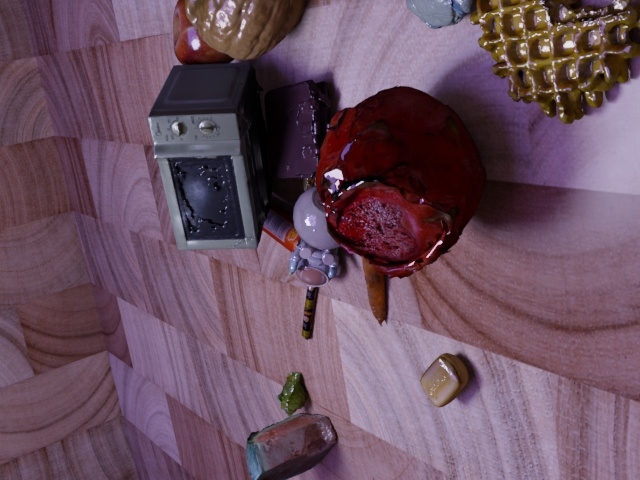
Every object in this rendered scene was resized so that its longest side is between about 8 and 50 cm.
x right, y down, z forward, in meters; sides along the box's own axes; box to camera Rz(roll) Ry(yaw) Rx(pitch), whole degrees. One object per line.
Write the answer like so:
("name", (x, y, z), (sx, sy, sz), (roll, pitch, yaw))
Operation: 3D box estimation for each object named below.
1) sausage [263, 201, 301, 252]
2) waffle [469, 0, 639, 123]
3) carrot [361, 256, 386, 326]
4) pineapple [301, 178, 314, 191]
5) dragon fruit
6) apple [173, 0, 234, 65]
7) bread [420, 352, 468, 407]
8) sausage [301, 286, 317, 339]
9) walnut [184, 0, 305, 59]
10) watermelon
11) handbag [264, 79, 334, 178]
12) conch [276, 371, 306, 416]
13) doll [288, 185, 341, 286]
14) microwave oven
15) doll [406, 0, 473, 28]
("sausage", (-0.107, -0.040, 2.005), (0.274, 0.074, 0.074), (34, 133, 45))
("waffle", (0.321, -0.314, 1.178), (0.293, 0.069, 0.260), (59, 146, 23))
("carrot", (0.116, 0.083, 1.746), (0.057, 0.057, 0.224), (28, 134, 49))
("pineapple", (-0.033, -0.151, 1.878), (0.045, 0.019, 0.083), (-11, 94, 62))
("dragon fruit", (0.130, -0.104, 1.375), (0.302, 0.295, 0.296), (-86, 1, -56))
("apple", (-0.258, -0.492, 1.918), (0.201, 0.162, 0.201), (180, 90, -71))
("bread", (0.249, 0.272, 1.617), (0.082, 0.056, 0.115), (52, 138, 29))
("sausage", (-0.028, 0.176, 2.039), (0.028, 0.025, 0.198), (47, 142, 39))
("walnut", (-0.154, -0.507, 1.691), (0.225, 0.257, 0.257), (-92, 13, -46))
("watermelon", (-0.083, 0.523, 2.128), (0.226, 0.318, 0.148), (-32, 70, 17))
("handbag", (-0.040, -0.235, 1.775), (0.216, 0.074, 0.203), (1, 98, 57))
("conch", (-0.080, 0.412, 2.200), (0.089, 0.074, 0.121), (6, 89, 34))
("doll", (0.000, 0.000, 1.804), (0.151, 0.150, 0.287), (54, 151, 27))
("microwave oven", (-0.228, -0.192, 1.870), (0.286, 0.218, 0.355), (-81, -12, -53))
("doll", (0.193, -0.394, 1.318), (0.104, 0.071, 0.214), (68, 163, -8))
